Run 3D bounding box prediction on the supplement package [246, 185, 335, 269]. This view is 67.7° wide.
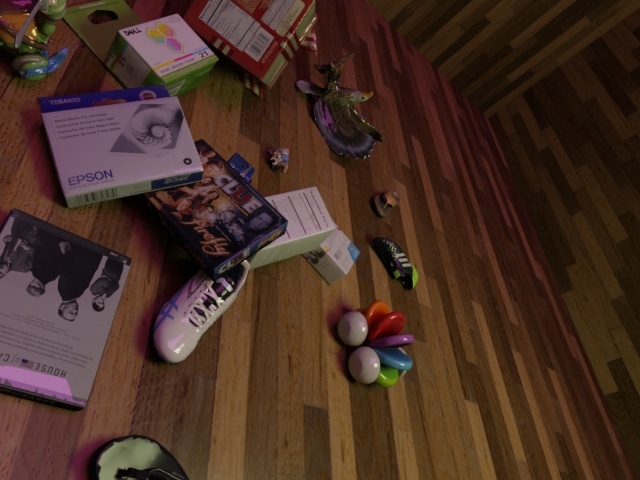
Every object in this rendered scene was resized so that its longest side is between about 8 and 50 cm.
[{"bbox_3d":[-0.081,-0.025,0.958,0.179,0.105,0.105,-16,72,-32],"label":"supplement package"}]

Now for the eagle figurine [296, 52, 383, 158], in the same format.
[{"bbox_3d":[0.077,-0.412,1.492,0.226,0.225,0.299,-23,114,-16],"label":"eagle figurine"}]

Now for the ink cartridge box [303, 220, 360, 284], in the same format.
[{"bbox_3d":[0.000,0.000,1.116,0.181,0.061,0.104,49,36,-8],"label":"ink cartridge box"}]

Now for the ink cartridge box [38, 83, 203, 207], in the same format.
[{"bbox_3d":[-0.337,-0.180,0.807,0.223,0.045,0.224,-17,71,-25],"label":"ink cartridge box"}]

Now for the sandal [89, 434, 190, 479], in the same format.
[{"bbox_3d":[-0.184,0.346,0.611,0.254,0.054,0.097,50,35,-6],"label":"sandal"}]

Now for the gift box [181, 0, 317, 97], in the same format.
[{"bbox_3d":[-0.150,-0.513,1.167,0.276,0.255,0.258,40,10,-11],"label":"gift box"}]

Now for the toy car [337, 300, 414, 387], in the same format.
[{"bbox_3d":[0.136,0.217,1.027,0.159,0.136,0.182,11,53,-45],"label":"toy car"}]

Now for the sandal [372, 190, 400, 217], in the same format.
[{"bbox_3d":[0.213,-0.124,1.485,0.072,0.049,0.180,55,35,1],"label":"sandal"}]

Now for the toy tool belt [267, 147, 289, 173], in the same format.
[{"bbox_3d":[-0.106,-0.197,1.181,0.051,0.052,0.083,4,48,-10],"label":"toy tool belt"}]

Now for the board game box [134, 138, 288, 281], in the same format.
[{"bbox_3d":[-0.199,-0.063,0.839,0.243,0.042,0.165,43,56,16],"label":"board game box"}]

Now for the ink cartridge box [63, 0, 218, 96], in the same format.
[{"bbox_3d":[-0.373,-0.423,0.994,0.255,0.097,0.189,48,41,-10],"label":"ink cartridge box"}]

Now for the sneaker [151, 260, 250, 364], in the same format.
[{"bbox_3d":[-0.192,0.100,0.786,0.085,0.086,0.237,46,37,-14],"label":"sneaker"}]

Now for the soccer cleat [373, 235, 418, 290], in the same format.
[{"bbox_3d":[0.208,0.062,1.313,0.179,0.060,0.072,47,37,-16],"label":"soccer cleat"}]

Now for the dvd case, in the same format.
[{"bbox_3d":[-0.368,0.087,0.638,0.179,0.029,0.239,30,42,-31],"label":"dvd case"}]

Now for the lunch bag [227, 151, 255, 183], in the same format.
[{"bbox_3d":[-0.179,-0.129,0.984,0.065,0.098,0.067,45,30,-18],"label":"lunch bag"}]

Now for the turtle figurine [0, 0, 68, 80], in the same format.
[{"bbox_3d":[-0.492,-0.381,0.698,0.274,0.197,0.267,-36,117,-62],"label":"turtle figurine"}]
